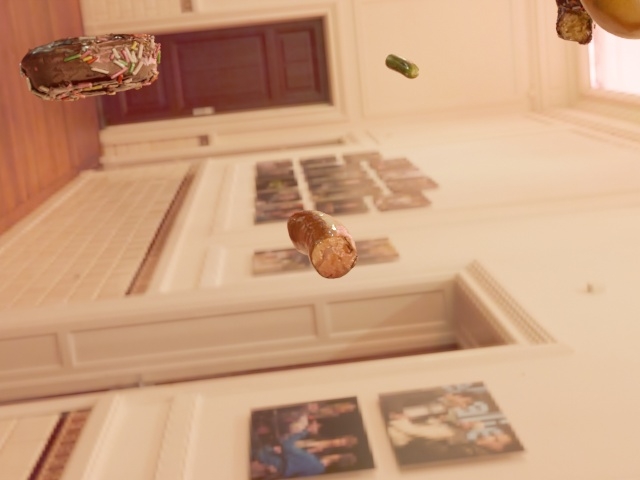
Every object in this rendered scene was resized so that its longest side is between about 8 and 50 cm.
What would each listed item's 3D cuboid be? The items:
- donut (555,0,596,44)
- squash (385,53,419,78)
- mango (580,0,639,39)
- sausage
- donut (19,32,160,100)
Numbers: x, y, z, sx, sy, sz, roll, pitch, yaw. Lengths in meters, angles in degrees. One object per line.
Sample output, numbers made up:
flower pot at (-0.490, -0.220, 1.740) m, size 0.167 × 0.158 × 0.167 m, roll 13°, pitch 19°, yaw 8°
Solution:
donut at (0.594, -0.576, 2.177) m, size 0.230 × 0.096 × 0.216 m, roll 31°, pitch 65°, yaw -71°
squash at (0.131, -0.273, 1.479) m, size 0.083 × 0.027 × 0.027 m, roll -137°, pitch -143°, yaw -58°
mango at (0.601, -0.545, 1.787) m, size 0.300 × 0.232 × 0.445 m, roll 49°, pitch 47°, yaw -22°
sausage at (-0.001, -0.002, 1.902) m, size 0.270 × 0.109 × 0.108 m, roll -143°, pitch -135°, yaw -69°
donut at (-0.434, -0.329, 1.792) m, size 0.270 × 0.270 × 0.103 m, roll -121°, pitch -157°, yaw -84°
